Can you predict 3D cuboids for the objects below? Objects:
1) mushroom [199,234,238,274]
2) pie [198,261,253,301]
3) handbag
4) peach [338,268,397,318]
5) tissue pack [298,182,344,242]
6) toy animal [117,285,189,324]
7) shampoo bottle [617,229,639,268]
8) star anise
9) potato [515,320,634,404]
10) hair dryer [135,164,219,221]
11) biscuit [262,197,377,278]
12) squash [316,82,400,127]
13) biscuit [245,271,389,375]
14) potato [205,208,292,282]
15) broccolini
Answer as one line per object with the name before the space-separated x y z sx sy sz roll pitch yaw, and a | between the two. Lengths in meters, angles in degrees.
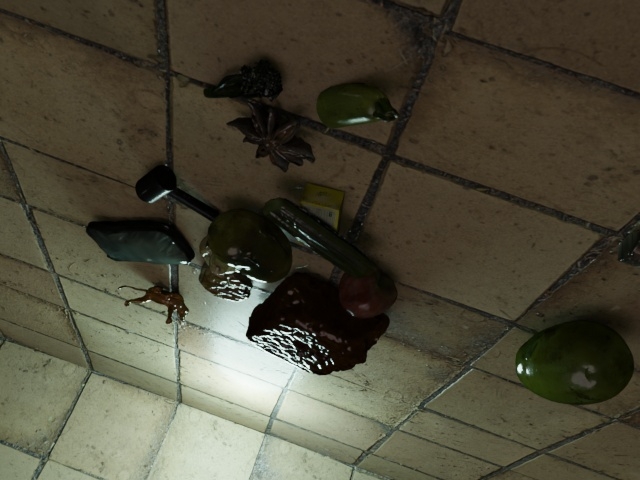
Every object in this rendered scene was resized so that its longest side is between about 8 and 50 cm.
mushroom | -0.270 0.038 1.712 0.147 0.112 0.148 9 139 7
pie | -0.296 0.131 1.922 0.195 0.046 0.195 15 147 10
handbag | -0.557 0.010 1.868 0.332 0.075 0.192 0 146 23
peach | 0.116 0.134 1.632 0.152 0.152 0.152 14 147 9
tissue pack | 0.001 -0.054 1.477 0.095 0.062 0.176 14 146 6
toy animal | -0.582 0.194 2.141 0.255 0.114 0.116 24 -170 2
shampoo bottle | 0.730 0.046 1.237 0.227 0.056 0.086 18 146 4
star anise | -0.097 -0.223 1.283 0.182 0.065 0.195 42 152 -26
potato | 0.634 0.313 1.547 0.215 0.216 0.304 34 142 -21
hair dryer | -0.358 -0.105 1.611 0.248 0.071 0.114 31 146 -32
biscuit | 0.000 0.000 1.467 0.322 0.038 0.099 35 146 -25
squash | 0.082 -0.251 1.138 0.200 0.075 0.090 14 134 51
biscuit | -0.027 0.277 1.884 0.342 0.166 0.395 29 147 -10
potato | -0.175 0.017 1.589 0.169 0.144 0.248 -27 128 29
broccolini | -0.159 -0.294 1.211 0.202 0.068 0.091 -11 155 40
